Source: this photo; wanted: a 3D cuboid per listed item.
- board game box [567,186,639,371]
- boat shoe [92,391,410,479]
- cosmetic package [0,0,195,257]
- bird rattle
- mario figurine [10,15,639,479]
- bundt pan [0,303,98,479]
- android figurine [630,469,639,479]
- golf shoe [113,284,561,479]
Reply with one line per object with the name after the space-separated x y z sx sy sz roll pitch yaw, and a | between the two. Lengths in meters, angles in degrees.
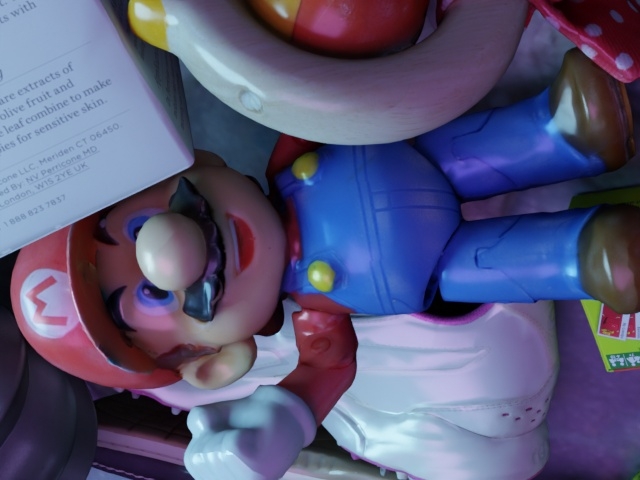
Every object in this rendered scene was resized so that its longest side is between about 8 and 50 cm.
0.225 0.012 1.015 0.181 0.043 0.092 -8 124 27 | board game box
-0.019 0.153 1.166 0.285 0.103 0.092 8 106 17 | boat shoe
-0.205 -0.188 0.885 0.155 0.197 0.365 -25 121 7 | cosmetic package
0.028 -0.121 0.893 0.253 0.207 0.143 33 150 6 | bird rattle
0.000 0.000 0.953 0.320 0.198 0.170 -13 133 7 | mario figurine
-0.258 0.051 1.104 0.331 0.124 0.331 38 172 6 | bundt pan
0.153 0.270 1.163 0.248 0.056 0.273 43 109 18 | android figurine
-0.009 0.038 1.102 0.306 0.115 0.140 15 114 8 | golf shoe
